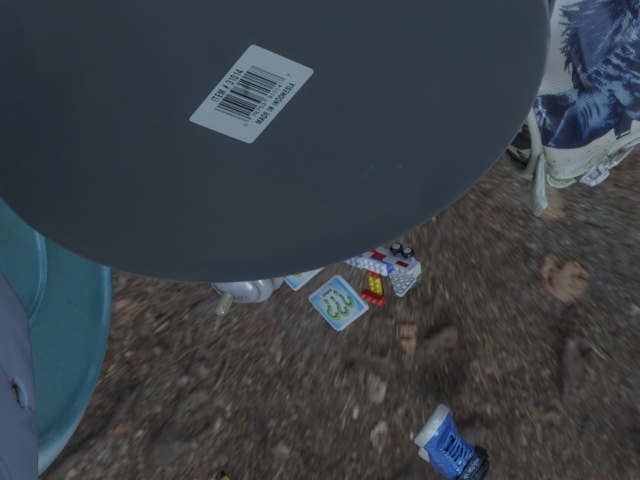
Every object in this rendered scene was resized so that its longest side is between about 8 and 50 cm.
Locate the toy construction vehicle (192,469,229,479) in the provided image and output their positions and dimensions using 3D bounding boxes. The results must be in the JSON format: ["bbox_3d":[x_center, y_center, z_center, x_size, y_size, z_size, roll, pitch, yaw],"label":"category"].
[{"bbox_3d":[-0.145,0.296,1.811,0.086,0.098,0.035,-26,101,36],"label":"toy construction vehicle"}]

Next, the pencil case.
[{"bbox_3d":[0.271,-0.164,0.977,0.410,0.160,0.183,-20,91,-7],"label":"pencil case"}]

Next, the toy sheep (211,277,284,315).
[{"bbox_3d":[-0.067,0.012,1.413,0.091,0.091,0.132,24,66,1],"label":"toy sheep"}]

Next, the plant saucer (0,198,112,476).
[{"bbox_3d":[-0.212,0.011,0.975,0.043,0.317,0.318,-6,94,23],"label":"plant saucer"}]

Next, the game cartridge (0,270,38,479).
[{"bbox_3d":[-0.171,0.069,0.580,0.060,0.294,0.196,-24,121,11],"label":"game cartridge"}]

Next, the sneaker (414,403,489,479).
[{"bbox_3d":[0.154,0.237,1.782,0.084,0.152,0.058,35,74,15],"label":"sneaker"}]

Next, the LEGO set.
[{"bbox_3d":[0.000,0.000,1.604,0.182,0.244,0.060,48,56,-1],"label":"LEGO set"}]

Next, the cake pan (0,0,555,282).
[{"bbox_3d":[-0.030,-0.081,0.690,0.293,0.293,0.054,-18,50,4],"label":"cake pan"}]
